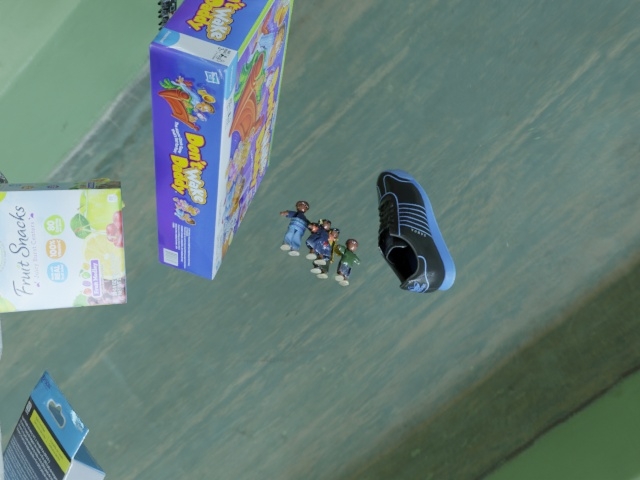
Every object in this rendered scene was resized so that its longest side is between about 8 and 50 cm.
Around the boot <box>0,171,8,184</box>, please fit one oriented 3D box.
[{"bbox_3d":[-0.643,-0.069,1.262,0.208,0.076,0.190,16,127,38],"label":"boot"}]

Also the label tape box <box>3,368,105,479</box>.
[{"bbox_3d":[-0.600,0.503,1.469,0.249,0.115,0.348,31,96,40],"label":"label tape box"}]

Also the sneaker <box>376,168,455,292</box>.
[{"bbox_3d":[0.127,-0.022,1.029,0.081,0.090,0.232,-55,47,42],"label":"sneaker"}]

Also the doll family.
[{"bbox_3d":[0.000,0.000,1.250,0.076,0.193,0.111,-5,55,39],"label":"doll family"}]

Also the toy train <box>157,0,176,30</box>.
[{"bbox_3d":[-0.291,-0.429,1.257,0.036,0.158,0.027,-23,88,-15],"label":"toy train"}]

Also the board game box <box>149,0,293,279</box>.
[{"bbox_3d":[-0.117,-0.147,0.792,0.078,0.233,0.347,18,142,2],"label":"board game box"}]

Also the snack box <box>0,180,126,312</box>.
[{"bbox_3d":[-0.386,0.007,0.931,0.207,0.070,0.175,-3,106,-16],"label":"snack box"}]

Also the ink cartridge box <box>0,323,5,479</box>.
[{"bbox_3d":[-0.363,0.090,0.433,0.060,0.275,0.239,-44,54,49],"label":"ink cartridge box"}]

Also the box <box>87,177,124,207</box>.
[{"bbox_3d":[-0.437,-0.020,1.052,0.087,0.232,0.058,5,126,53],"label":"box"}]
